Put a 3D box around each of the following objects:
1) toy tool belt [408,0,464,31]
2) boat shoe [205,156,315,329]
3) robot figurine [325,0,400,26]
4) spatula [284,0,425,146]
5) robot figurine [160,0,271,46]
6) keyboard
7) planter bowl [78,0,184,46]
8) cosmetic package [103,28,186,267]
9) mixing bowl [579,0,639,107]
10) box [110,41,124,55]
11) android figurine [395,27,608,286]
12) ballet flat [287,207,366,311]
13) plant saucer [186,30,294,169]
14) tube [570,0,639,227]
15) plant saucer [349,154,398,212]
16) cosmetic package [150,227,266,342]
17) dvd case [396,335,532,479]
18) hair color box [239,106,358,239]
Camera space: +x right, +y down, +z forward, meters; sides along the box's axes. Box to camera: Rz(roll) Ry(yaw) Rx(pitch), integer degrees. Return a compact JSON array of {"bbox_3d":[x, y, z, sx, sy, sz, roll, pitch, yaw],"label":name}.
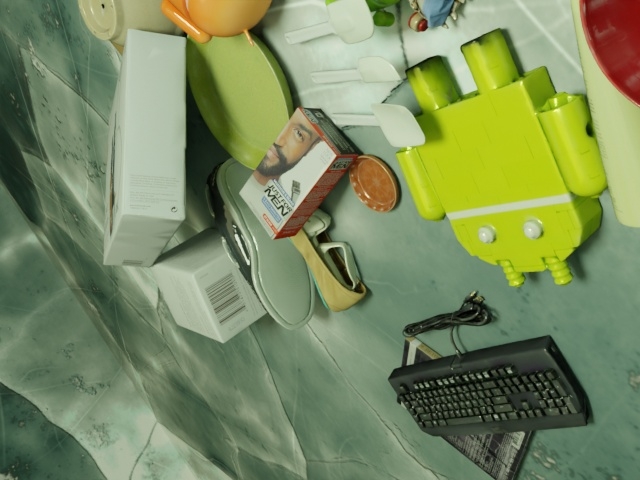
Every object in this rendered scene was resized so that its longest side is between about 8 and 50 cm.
[{"bbox_3d":[0.114,-0.233,0.654,0.051,0.052,0.083,48,150,28],"label":"toy tool belt"},{"bbox_3d":[-0.102,0.008,1.129,0.091,0.114,0.303,-17,92,57],"label":"boat shoe"},{"bbox_3d":[0.050,-0.271,0.688,0.115,0.067,0.101,6,109,55],"label":"robot figurine"},{"bbox_3d":[0.030,-0.185,0.768,0.168,0.019,0.242,58,167,-20],"label":"spatula"},{"bbox_3d":[-0.145,-0.342,0.838,0.219,0.158,0.128,45,-172,17],"label":"robot figurine"},{"bbox_3d":[0.197,0.180,0.918,0.317,0.033,0.201,-30,89,53],"label":"keyboard"},{"bbox_3d":[-0.296,-0.363,1.017,0.162,0.109,0.162,23,128,33],"label":"planter bowl"},{"bbox_3d":[-0.301,-0.128,1.118,0.377,0.097,0.284,148,124,-65],"label":"cosmetic package"},{"bbox_3d":[0.279,-0.173,0.437,0.181,0.098,0.181,35,144,31],"label":"mixing bowl"},{"bbox_3d":[-0.330,-0.374,1.162,0.201,0.021,0.164,50,148,10],"label":"box"},{"bbox_3d":[0.186,-0.073,0.702,0.248,0.056,0.273,-5,112,55],"label":"android figurine"},{"bbox_3d":[0.000,0.000,1.027,0.073,0.080,0.232,-23,104,30],"label":"ballet flat"},{"bbox_3d":[-0.115,-0.219,0.995,0.241,0.037,0.241,35,144,31],"label":"plant saucer"},{"bbox_3d":[0.246,-0.125,0.545,0.070,0.062,0.240,-108,-7,-70],"label":"tube"},{"bbox_3d":[0.073,-0.077,0.892,0.083,0.013,0.083,34,143,31],"label":"plant saucer"},{"bbox_3d":[-0.203,0.080,1.283,0.183,0.151,0.151,10,126,50],"label":"cosmetic package"},{"bbox_3d":[0.209,0.258,1.008,0.221,0.018,0.164,34,141,32],"label":"dvd case"},{"bbox_3d":[-0.034,-0.090,0.920,0.093,0.053,0.167,53,125,20],"label":"hair color box"}]
